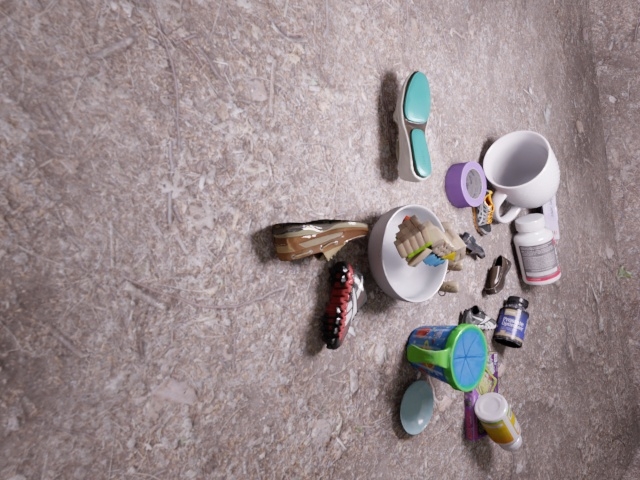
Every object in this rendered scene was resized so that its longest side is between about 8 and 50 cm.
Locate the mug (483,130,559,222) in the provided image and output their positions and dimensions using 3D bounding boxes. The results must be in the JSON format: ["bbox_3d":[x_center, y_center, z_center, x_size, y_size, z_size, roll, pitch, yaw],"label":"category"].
[{"bbox_3d":[0.894,-0.250,2.004,0.328,0.276,0.374,29,96,-46],"label":"mug"}]

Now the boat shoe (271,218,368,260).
[{"bbox_3d":[0.000,0.000,1.345,0.323,0.122,0.120,-6,98,-31],"label":"boat shoe"}]

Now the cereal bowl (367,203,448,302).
[{"bbox_3d":[0.286,0.044,1.550,0.338,0.141,0.339,1,89,-37],"label":"cereal bowl"}]

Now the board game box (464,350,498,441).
[{"bbox_3d":[0.707,0.674,1.953,0.208,0.056,0.347,2,88,-44],"label":"board game box"}]

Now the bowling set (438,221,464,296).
[{"bbox_3d":[0.468,0.063,1.728,0.200,0.154,0.287,-7,92,-58],"label":"bowling set"}]

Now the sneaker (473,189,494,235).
[{"bbox_3d":[0.722,-0.124,1.955,0.084,0.083,0.215,-29,109,-38],"label":"sneaker"}]

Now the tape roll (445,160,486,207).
[{"bbox_3d":[0.609,-0.233,1.866,0.189,0.080,0.189,0,90,-40],"label":"tape roll"}]

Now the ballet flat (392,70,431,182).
[{"bbox_3d":[0.316,-0.401,1.598,0.139,0.139,0.401,3,83,-39],"label":"ballet flat"}]

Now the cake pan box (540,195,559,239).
[{"bbox_3d":[1.160,-0.151,2.265,0.245,0.070,0.267,-30,112,-66],"label":"cake pan box"}]

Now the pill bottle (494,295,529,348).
[{"bbox_3d":[0.888,0.374,2.057,0.122,0.122,0.219,36,67,-33],"label":"pill bottle"}]

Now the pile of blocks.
[{"bbox_3d":[0.338,0.002,1.457,0.362,0.149,0.113,17,35,-44],"label":"pile of blocks"}]

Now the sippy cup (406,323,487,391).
[{"bbox_3d":[0.449,0.409,1.628,0.305,0.224,0.240,49,61,-27],"label":"sippy cup"}]

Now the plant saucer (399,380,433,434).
[{"bbox_3d":[0.349,0.618,1.662,0.194,0.037,0.195,1,88,-40],"label":"plant saucer"}]

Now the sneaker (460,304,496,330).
[{"bbox_3d":[0.687,0.332,1.920,0.234,0.078,0.106,5,88,-37],"label":"sneaker"}]

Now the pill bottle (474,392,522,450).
[{"bbox_3d":[0.755,0.769,1.872,0.136,0.136,0.246,-48,117,-29],"label":"pill bottle"}]

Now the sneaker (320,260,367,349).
[{"bbox_3d":[0.083,0.211,1.410,0.135,0.097,0.276,19,76,-35],"label":"sneaker"}]

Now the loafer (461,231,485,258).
[{"bbox_3d":[0.649,0.034,1.915,0.170,0.062,0.061,41,87,-28],"label":"loafer"}]

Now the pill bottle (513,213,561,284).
[{"bbox_3d":[1.038,0.041,2.152,0.176,0.176,0.319,-30,108,-36],"label":"pill bottle"}]

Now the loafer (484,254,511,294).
[{"bbox_3d":[0.791,0.153,2.019,0.078,0.080,0.220,48,56,-17],"label":"loafer"}]
